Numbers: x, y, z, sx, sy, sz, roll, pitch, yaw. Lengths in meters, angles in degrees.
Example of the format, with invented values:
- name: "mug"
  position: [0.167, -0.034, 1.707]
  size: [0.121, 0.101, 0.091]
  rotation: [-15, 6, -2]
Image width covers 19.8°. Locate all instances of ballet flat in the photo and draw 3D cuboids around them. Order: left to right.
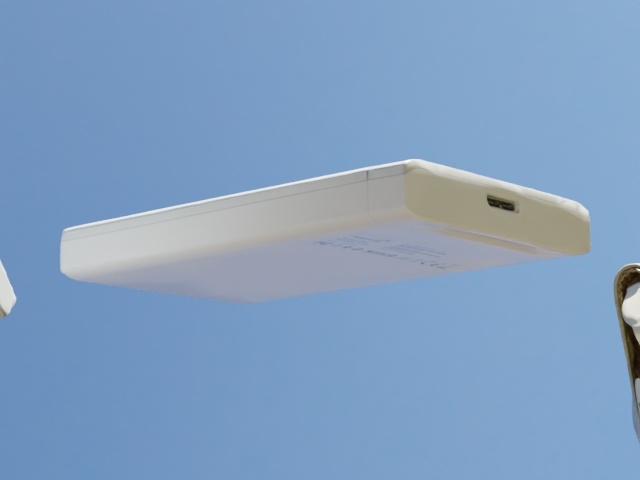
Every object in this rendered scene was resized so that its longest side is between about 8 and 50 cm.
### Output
- name: "ballet flat"
  position: [0.213, 0.083, 1.164]
  size: [0.057, 0.168, 0.052]
  rotation: [-27, -49, 17]

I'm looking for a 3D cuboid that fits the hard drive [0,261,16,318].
- name: "hard drive"
  position: [-0.383, 0.005, 1.216]
  size: [0.308, 0.040, 0.203]
  rotation: [-19, -75, 11]

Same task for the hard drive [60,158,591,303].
- name: "hard drive"
  position: [0.000, 0.000, 1.445]
  size: [0.233, 0.353, 0.047]
  rotation: [11, -106, -48]
